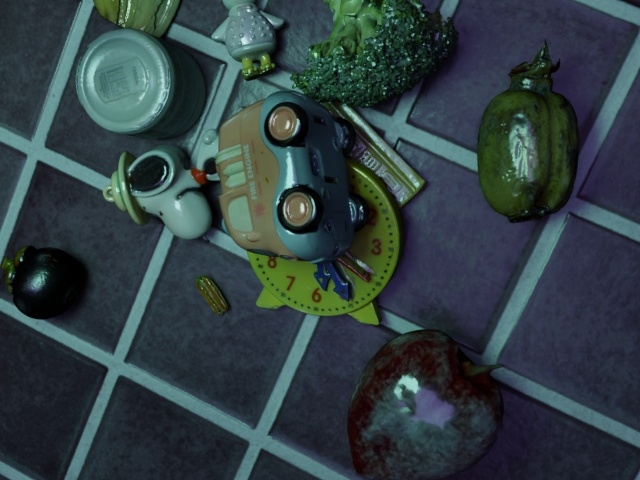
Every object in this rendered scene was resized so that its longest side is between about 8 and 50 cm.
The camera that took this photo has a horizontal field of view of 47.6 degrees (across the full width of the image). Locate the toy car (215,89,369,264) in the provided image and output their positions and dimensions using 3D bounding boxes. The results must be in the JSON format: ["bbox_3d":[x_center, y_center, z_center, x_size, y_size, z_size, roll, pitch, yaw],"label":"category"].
[{"bbox_3d":[-0.063,-0.088,1.126,0.212,0.180,0.271,-13,84,28],"label":"toy car"}]

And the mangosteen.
[{"bbox_3d":[-0.521,0.072,1.336,0.151,0.137,0.137,25,99,2],"label":"mangosteen"}]

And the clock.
[{"bbox_3d":[-0.001,-0.001,1.227,0.277,0.071,0.293,1,100,18],"label":"clock"}]

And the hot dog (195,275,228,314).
[{"bbox_3d":[-0.197,0.098,1.326,0.037,0.021,0.083,-32,90,33],"label":"hot dog"}]

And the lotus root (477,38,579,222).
[{"bbox_3d":[0.323,-0.166,1.133,0.154,0.154,0.278,1,96,12],"label":"lotus root"}]

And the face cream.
[{"bbox_3d":[-0.306,-0.266,1.251,0.177,0.153,0.177,1,94,13],"label":"face cream"}]

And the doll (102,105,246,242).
[{"bbox_3d":[-0.231,-0.135,1.267,0.208,0.144,0.271,32,103,-11],"label":"doll"}]

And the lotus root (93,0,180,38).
[{"bbox_3d":[-0.333,-0.435,1.281,0.159,0.095,0.135,7,105,-29],"label":"lotus root"}]

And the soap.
[{"bbox_3d":[0.064,-0.153,1.241,0.252,0.037,0.092,46,103,5],"label":"soap"}]

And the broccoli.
[{"bbox_3d":[0.085,-0.396,1.154,0.252,0.221,0.361,3,87,30],"label":"broccoli"}]

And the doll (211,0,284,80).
[{"bbox_3d":[-0.128,-0.378,1.242,0.129,0.081,0.207,-16,89,-6],"label":"doll"}]

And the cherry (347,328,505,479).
[{"bbox_3d":[0.161,0.273,1.171,0.230,0.203,0.300,45,103,1],"label":"cherry"}]
